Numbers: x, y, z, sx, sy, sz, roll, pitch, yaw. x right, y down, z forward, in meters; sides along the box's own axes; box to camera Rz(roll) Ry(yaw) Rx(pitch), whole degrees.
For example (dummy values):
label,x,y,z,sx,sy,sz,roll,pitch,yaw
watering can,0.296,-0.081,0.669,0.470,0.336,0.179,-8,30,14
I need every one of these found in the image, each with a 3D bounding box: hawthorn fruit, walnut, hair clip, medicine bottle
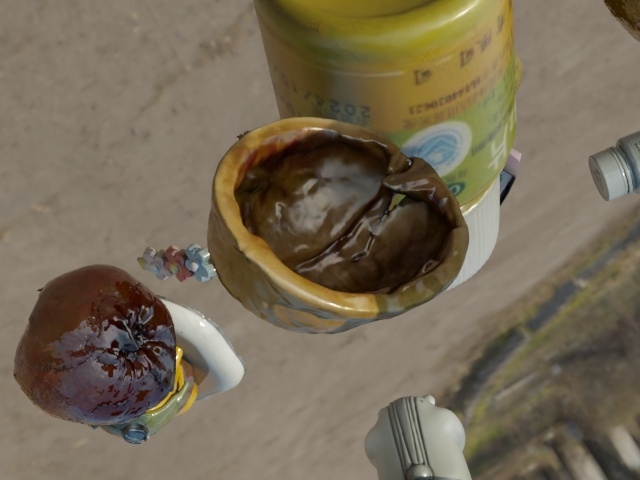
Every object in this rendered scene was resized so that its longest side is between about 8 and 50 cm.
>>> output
label,x,y,z,sx,sy,sz,roll,pitch,yaw
hawthorn fruit,-0.215,0.099,1.214,0.172,0.148,0.148,-15,179,42
walnut,-0.002,0.002,0.905,0.211,0.167,0.087,-22,155,-47
hair clip,-0.204,0.031,1.914,0.056,0.062,0.214,-36,-159,-27
medicine bottle,0.071,-0.128,1.254,0.224,0.224,0.384,-28,143,-13
medicine bottle,0.425,-0.104,1.757,0.130,0.080,0.080,-22,164,1

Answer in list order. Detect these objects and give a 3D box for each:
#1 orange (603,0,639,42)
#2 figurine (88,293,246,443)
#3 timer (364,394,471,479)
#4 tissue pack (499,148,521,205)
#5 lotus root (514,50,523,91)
label,x,y,z,sx,sy,sz,roll,pitch,yaw
orange,0.460,-0.340,1.560,0.274,0.274,0.274,-29,164,-9
figurine,-0.181,0.168,1.443,0.250,0.166,0.141,85,26,-63
timer,0.159,0.376,1.951,0.290,0.315,0.291,-9,147,-6
tissue pack,0.160,-0.132,1.922,0.092,0.246,0.148,-62,178,21
lotus root,0.232,-0.226,1.874,0.110,0.097,0.258,-46,169,22
